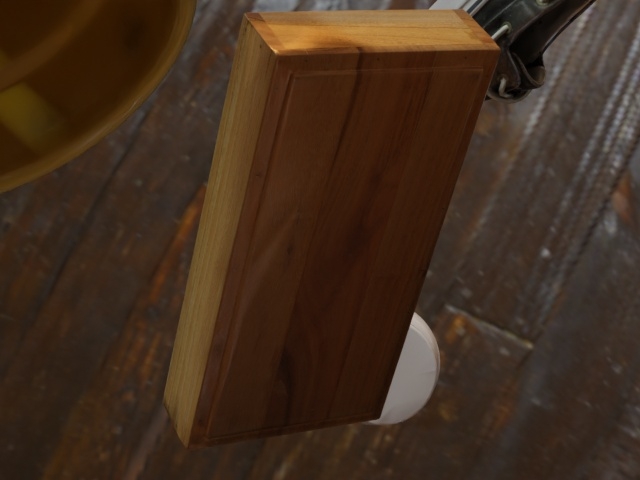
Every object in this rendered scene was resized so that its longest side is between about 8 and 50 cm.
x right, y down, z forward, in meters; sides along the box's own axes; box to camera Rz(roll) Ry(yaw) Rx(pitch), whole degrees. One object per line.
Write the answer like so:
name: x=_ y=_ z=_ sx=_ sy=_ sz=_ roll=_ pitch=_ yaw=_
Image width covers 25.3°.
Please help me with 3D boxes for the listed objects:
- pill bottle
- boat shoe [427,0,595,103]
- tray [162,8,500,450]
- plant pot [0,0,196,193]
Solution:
pill bottle: x=0.066 y=0.145 z=1.747 sx=0.153 sy=0.265 sz=0.153 roll=0 pitch=92 yaw=-3
boat shoe: x=0.168 y=-0.188 z=1.380 sx=0.119 sy=0.121 sz=0.335 roll=47 pitch=116 yaw=17
tray: x=0.000 y=0.000 z=1.228 sx=0.076 sy=0.203 sz=0.411 roll=57 pitch=142 yaw=43
plant pot: x=-0.238 y=-0.185 z=0.848 sx=0.254 sy=0.254 sz=0.239 roll=-37 pitch=69 yaw=9
